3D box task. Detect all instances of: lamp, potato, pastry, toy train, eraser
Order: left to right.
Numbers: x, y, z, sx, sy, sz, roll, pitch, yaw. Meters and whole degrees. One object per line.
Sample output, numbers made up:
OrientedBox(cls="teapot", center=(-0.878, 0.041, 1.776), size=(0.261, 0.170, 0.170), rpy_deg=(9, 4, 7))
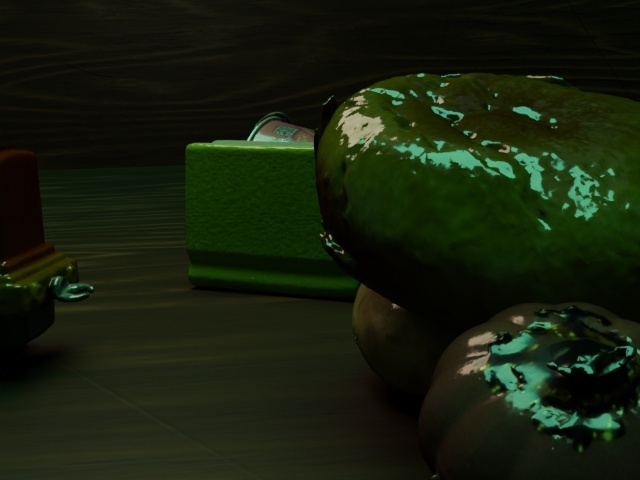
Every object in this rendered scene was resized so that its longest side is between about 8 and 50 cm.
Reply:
OrientedBox(cls="toy train", center=(-0.419, 0.017, 0.957), size=(0.369, 0.231, 0.163), rpy_deg=(0, 7, 5))
OrientedBox(cls="eraser", center=(-0.046, -0.032, 1.241), size=(0.274, 0.210, 0.092), rpy_deg=(5, 11, 22))
OrientedBox(cls="potato", center=(0.123, 0.085, 0.833), size=(0.161, 0.128, 0.235), rpy_deg=(-30, 30, -36))
OrientedBox(cls="pastry", center=(0.160, -0.039, 0.767), size=(0.356, 0.163, 0.356), rpy_deg=(7, 24, -3))
OrientedBox(cls="lamp", center=(0.150, 0.109, 0.556), size=(0.182, 0.140, 0.182), rpy_deg=(-4, 36, 3))

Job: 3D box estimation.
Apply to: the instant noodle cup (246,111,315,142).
OrientedBox(cls="instant noodle cup", center=(0.019, -0.075, 1.482), size=(0.255, 0.243, 0.244), rpy_deg=(12, 15, 23))
